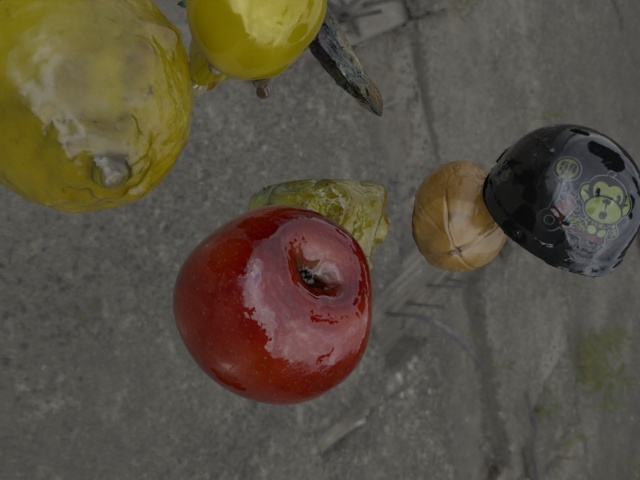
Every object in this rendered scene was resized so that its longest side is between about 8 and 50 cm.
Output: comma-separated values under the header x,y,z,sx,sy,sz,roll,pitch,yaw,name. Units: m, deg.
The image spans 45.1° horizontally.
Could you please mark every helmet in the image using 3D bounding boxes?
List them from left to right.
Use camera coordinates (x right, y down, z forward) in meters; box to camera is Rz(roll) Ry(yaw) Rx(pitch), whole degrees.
x,y,z,sx,sy,sz,roll,pitch,yaw,name
0.371,-0.085,1.124,0.279,0.230,0.160,-67,-178,-49,helmet

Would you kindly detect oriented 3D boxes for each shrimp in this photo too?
x,y,z,sx,sy,sz,roll,pitch,yaw,name
-0.009,-0.372,1.380,0.445,0.085,0.272,43,17,-44,shrimp

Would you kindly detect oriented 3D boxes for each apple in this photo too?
x,y,z,sx,sy,sz,roll,pitch,yaw,name
-0.056,0.076,0.991,0.260,0.216,0.260,17,58,-29,apple

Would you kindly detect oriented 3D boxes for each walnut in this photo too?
x,y,z,sx,sy,sz,roll,pitch,yaw,name
0.227,-0.039,1.249,0.197,0.165,0.165,-73,150,-61,walnut

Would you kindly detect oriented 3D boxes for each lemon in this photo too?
x,y,z,sx,sy,sz,roll,pitch,yaw,name
-0.276,-0.171,0.848,0.316,0.285,0.285,-114,-164,-76,lemon

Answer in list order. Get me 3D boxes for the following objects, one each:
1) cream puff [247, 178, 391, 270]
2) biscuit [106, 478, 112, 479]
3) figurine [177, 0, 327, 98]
x,y,z,sx,sy,sz,roll,pitch,yaw,name
0.000,0.000,1.639,0.291,0.324,0.257,2,85,-31,cream puff
-0.242,0.403,1.069,0.184,0.027,0.133,46,9,-18,biscuit
-0.115,-0.311,1.068,0.187,0.343,0.215,9,86,-20,figurine
